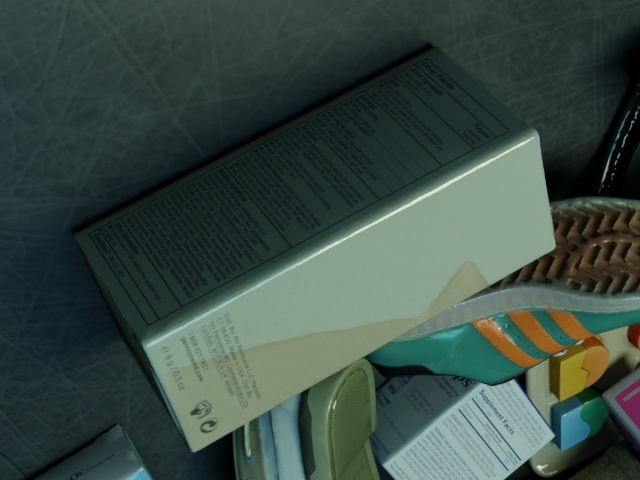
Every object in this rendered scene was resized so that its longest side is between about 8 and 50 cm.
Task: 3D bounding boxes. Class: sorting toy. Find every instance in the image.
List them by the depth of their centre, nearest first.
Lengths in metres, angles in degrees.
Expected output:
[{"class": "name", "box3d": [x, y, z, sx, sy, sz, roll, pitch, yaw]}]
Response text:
[{"class": "sorting toy", "box3d": [0.281, 0.120, 1.358, 0.193, 0.038, 0.208, -24, 131, -15]}]

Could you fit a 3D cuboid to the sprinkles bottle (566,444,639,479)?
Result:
[{"class": "sprinkles bottle", "box3d": [0.177, 0.341, 1.379, 0.355, 0.121, 0.121, -33, 133, -3]}]

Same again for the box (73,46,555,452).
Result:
[{"class": "box", "box3d": [0.000, 0.000, 1.030, 0.311, 0.148, 0.121, -27, 133, -11]}]

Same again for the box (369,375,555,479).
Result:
[{"class": "box", "box3d": [0.117, 0.164, 1.265, 0.137, 0.072, 0.126, -39, 132, -1]}]

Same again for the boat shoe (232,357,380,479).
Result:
[{"class": "boat shoe", "box3d": [-0.016, 0.208, 1.193, 0.113, 0.103, 0.302, -40, 139, -49]}]

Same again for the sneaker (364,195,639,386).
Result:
[{"class": "sneaker", "box3d": [0.172, 0.048, 1.161, 0.302, 0.108, 0.121, -7, 141, 7]}]

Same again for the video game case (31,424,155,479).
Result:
[{"class": "video game case", "box3d": [-0.210, 0.312, 1.177, 0.244, 0.061, 0.270, -32, 132, -10]}]

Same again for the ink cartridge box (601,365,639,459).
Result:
[{"class": "ink cartridge box", "box3d": [0.385, 0.270, 1.304, 0.065, 0.311, 0.186, -38, 140, 0]}]

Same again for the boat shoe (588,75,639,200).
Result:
[{"class": "boat shoe", "box3d": [0.297, -0.096, 1.156, 0.113, 0.127, 0.340, -5, 136, -34]}]
